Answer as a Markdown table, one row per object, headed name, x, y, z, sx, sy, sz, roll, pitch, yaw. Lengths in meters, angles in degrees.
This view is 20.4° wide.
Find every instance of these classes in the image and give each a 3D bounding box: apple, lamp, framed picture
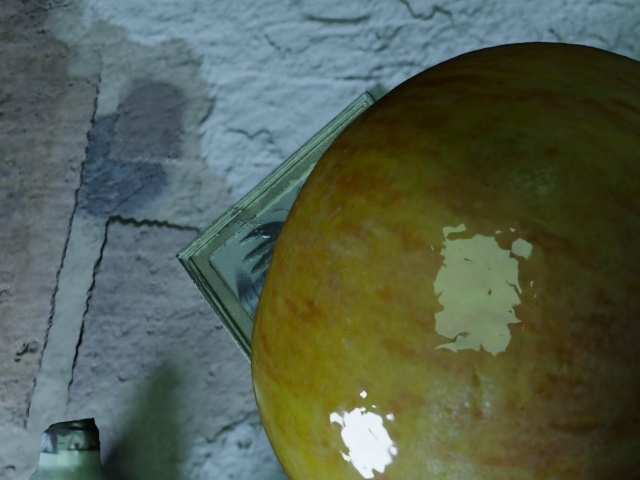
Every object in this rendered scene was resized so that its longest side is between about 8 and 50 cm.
| name | x | y | z | sx | sy | sz | roll | pitch | yaw |
| --- | --- | --- | --- | --- | --- | --- | --- | --- | --- |
| apple | 0.127 | 0.059 | 1.271 | 0.333 | 0.400 | 0.400 | 11 | 78 | 30 |
| lamp | -0.218 | 0.276 | 1.517 | 0.101 | 0.101 | 0.250 | 0 | 86 | 24 |
| framed picture | 0.000 | 0.000 | 1.552 | 0.231 | 0.010 | 0.173 | -42 | 62 | 7 |
